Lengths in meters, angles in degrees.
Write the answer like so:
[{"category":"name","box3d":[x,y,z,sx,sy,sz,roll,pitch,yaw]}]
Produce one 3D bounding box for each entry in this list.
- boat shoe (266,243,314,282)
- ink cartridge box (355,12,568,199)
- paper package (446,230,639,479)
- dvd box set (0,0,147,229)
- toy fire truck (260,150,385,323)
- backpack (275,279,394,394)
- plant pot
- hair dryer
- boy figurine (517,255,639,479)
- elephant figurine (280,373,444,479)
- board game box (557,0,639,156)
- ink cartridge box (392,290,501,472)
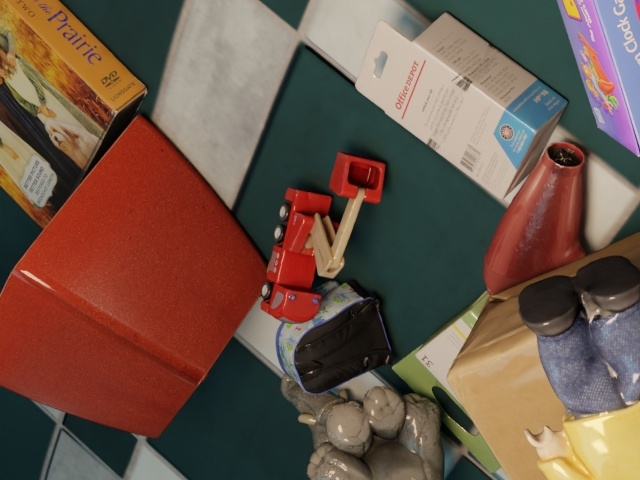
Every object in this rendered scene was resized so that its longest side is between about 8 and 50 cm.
[{"category":"boat shoe","box3d":[-0.030,0.045,1.984,0.045,0.050,0.135,30,151,19]},{"category":"ink cartridge box","box3d":[0.128,-0.135,1.638,0.180,0.060,0.104,39,144,13]},{"category":"paper package","box3d":[0.319,0.157,1.552,0.309,0.168,0.325,-27,103,34]},{"category":"dvd box set","box3d":[-0.409,-0.233,2.109,0.420,0.062,0.307,46,144,4]},{"category":"toy fire truck","box3d":[0.000,0.000,1.842,0.135,0.047,0.192,22,99,63]},{"category":"backpack","box3d":[0.007,0.108,1.943,0.084,0.114,0.105,36,149,50]},{"category":"plant pot","box3d":[-0.214,0.068,2.037,0.235,0.267,0.267,35,144,-2]},{"category":"hair dryer","box3d":[0.262,0.033,1.667,0.223,0.080,0.293,-13,118,32]},{"category":"boy figurine","box3d":[0.260,0.156,1.421,0.092,0.177,0.285,-98,-16,-70]},{"category":"elephant figurine","box3d":[0.049,0.240,2.012,0.169,0.186,0.239,10,171,-14]},{"category":"board game box","box3d":[0.260,-0.265,1.229,0.078,0.233,0.347,-128,15,-64]},{"category":"ink cartridge box","box3d":[0.171,0.166,1.879,0.171,0.056,0.235,47,142,1]}]
